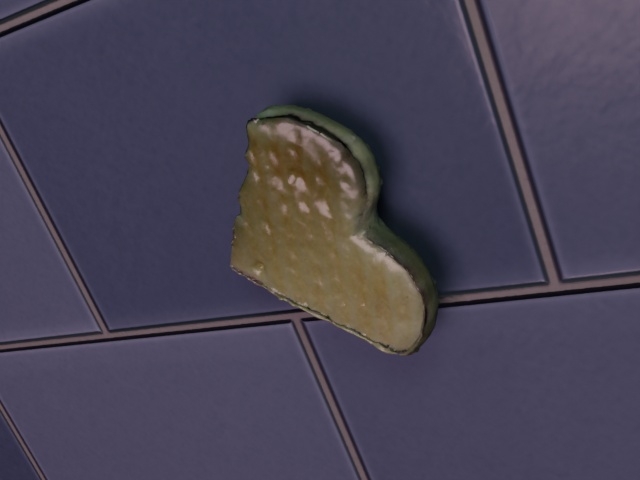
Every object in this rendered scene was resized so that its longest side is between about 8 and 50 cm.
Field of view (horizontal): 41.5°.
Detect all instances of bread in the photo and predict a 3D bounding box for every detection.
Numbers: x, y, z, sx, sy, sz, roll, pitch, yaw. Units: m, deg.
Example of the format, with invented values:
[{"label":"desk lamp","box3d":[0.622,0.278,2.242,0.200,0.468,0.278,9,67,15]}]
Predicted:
[{"label":"bread","box3d":[0.000,0.000,0.696,0.172,0.064,0.232,-23,104,36]}]
